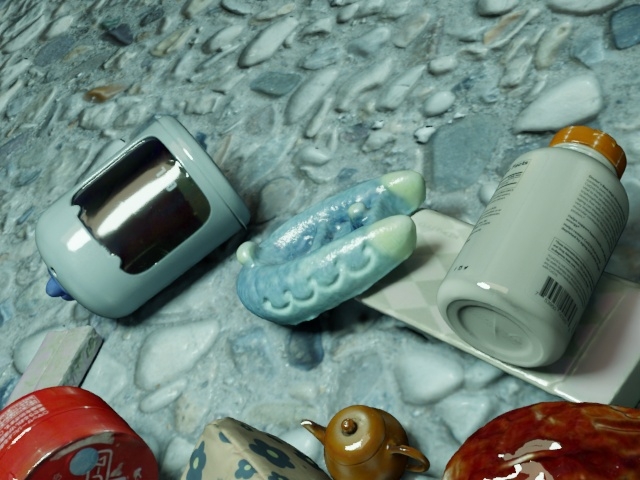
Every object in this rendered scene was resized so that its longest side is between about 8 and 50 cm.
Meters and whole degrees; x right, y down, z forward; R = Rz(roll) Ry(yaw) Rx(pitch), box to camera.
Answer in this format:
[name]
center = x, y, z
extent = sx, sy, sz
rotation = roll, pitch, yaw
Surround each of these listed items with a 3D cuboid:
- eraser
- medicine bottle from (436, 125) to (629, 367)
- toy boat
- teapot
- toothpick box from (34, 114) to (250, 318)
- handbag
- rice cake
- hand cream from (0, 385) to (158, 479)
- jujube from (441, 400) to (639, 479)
[eraser]
center = 0.252, 0.080, 1.084
extent = 0.396, 0.082, 0.213
rotation = 23, 66, 41
[medicine bottle]
center = 0.268, -0.004, 0.978
extent = 0.157, 0.157, 0.289
rotation = 14, 58, 38
[toy boat]
center = 0.000, 0.000, 1.203
extent = 0.330, 0.123, 0.215
rotation = -29, 26, 32
[teapot]
center = 0.056, 0.255, 1.020
extent = 0.173, 0.116, 0.116
rotation = 7, 56, 33
[toothpick box]
center = -0.321, -0.017, 1.407
extent = 0.354, 0.263, 0.263
rotation = -39, 44, -6
[handbag]
center = -0.065, 0.353, 0.944
extent = 0.251, 0.190, 0.193
rotation = 32, 88, 48
[rice cake]
center = -0.465, 0.274, 1.342
extent = 0.106, 0.050, 0.298
rotation = -1, 52, 28
[hand cream]
center = -0.350, 0.322, 1.108
extent = 0.149, 0.230, 0.230
rotation = 24, 66, 42
[jujube]
center = 0.268, 0.256, 0.840
extent = 0.290, 0.197, 0.197
rotation = -11, 45, -1
